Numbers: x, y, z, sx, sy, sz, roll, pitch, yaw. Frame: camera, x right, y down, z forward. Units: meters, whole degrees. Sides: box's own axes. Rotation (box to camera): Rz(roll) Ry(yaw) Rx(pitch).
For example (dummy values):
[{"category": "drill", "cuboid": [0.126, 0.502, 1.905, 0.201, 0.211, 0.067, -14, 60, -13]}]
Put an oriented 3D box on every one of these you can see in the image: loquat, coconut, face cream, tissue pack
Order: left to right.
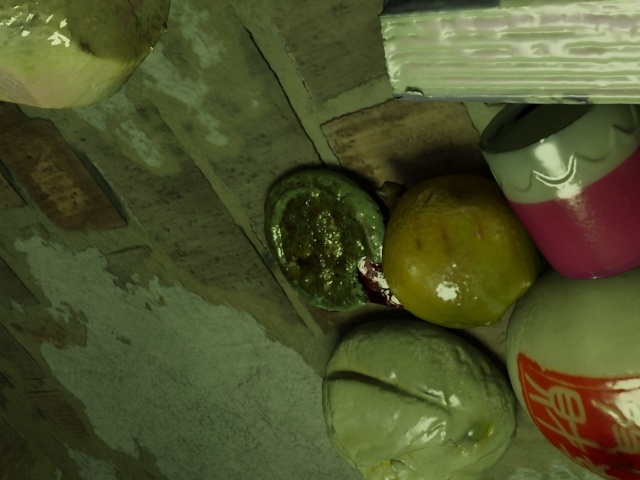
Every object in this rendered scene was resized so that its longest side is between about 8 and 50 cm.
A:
[{"category": "coconut", "cuboid": [-0.385, -0.340, 0.863, 0.353, 0.352, 0.352, 16, 134, 17]}, {"category": "loquat", "cuboid": [0.175, 0.001, 0.923, 0.246, 0.213, 0.213, 44, 138, 15]}, {"category": "face cream", "cuboid": [0.305, -0.079, 0.786, 0.175, 0.175, 0.195, -22, 114, 41]}, {"category": "tissue pack", "cuboid": [0.256, -0.226, 0.640, 0.344, 0.242, 0.125, 7, 129, 25]}]

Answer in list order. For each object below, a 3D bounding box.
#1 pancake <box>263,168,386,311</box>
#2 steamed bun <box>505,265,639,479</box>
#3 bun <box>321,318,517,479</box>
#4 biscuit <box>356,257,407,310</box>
[{"category": "pancake", "cuboid": [0.000, 0.000, 1.079, 0.254, 0.037, 0.253, 17, 119, 34]}, {"category": "steamed bun", "cuboid": [0.419, 0.189, 0.879, 0.375, 0.241, 0.374, 24, 150, 15]}, {"category": "bun", "cuboid": [0.158, 0.317, 1.190, 0.366, 0.219, 0.365, 13, 132, 15]}, {"category": "biscuit", "cuboid": [0.068, 0.052, 1.122, 0.236, 0.063, 0.151, -3, 113, 37]}]
